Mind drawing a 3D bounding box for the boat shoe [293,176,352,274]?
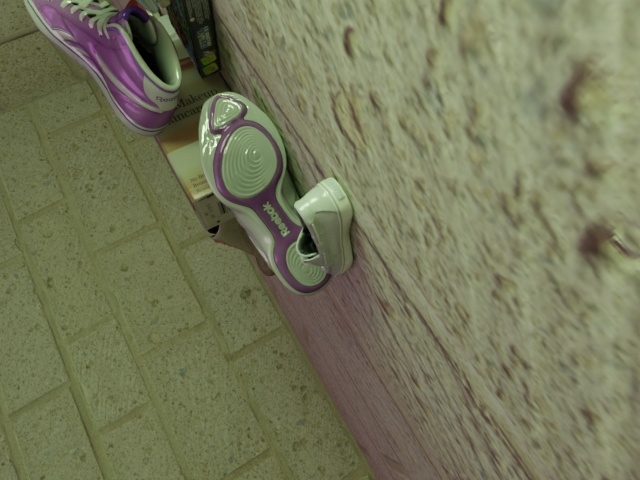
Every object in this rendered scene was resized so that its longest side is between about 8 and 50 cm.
[{"bbox_3d":[0.000,0.000,0.511,0.066,0.063,0.184,57,167,19],"label":"boat shoe"}]

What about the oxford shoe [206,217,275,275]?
[{"bbox_3d":[-0.181,-0.038,0.974,0.140,0.147,0.396,50,164,41],"label":"oxford shoe"}]

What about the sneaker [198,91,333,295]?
[{"bbox_3d":[-0.091,-0.059,0.630,0.304,0.114,0.152,65,165,-17],"label":"sneaker"}]

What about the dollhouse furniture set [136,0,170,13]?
[{"bbox_3d":[-0.288,-0.301,0.418,0.286,0.198,0.303,56,-179,17],"label":"dollhouse furniture set"}]

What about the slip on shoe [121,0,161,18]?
[{"bbox_3d":[-0.477,-0.567,1.129,0.331,0.101,0.123,47,163,53],"label":"slip on shoe"}]

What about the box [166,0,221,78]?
[{"bbox_3d":[-0.191,-0.337,0.610,0.114,0.036,0.207,60,168,5],"label":"box"}]

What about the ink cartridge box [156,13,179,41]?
[{"bbox_3d":[-0.311,-0.396,0.926,0.099,0.056,0.135,52,165,38],"label":"ink cartridge box"}]

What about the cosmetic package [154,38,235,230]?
[{"bbox_3d":[-0.209,-0.188,0.752,0.296,0.153,0.129,57,165,15],"label":"cosmetic package"}]

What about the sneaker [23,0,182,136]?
[{"bbox_3d":[-0.290,-0.299,0.592,0.282,0.102,0.161,49,145,-8],"label":"sneaker"}]
